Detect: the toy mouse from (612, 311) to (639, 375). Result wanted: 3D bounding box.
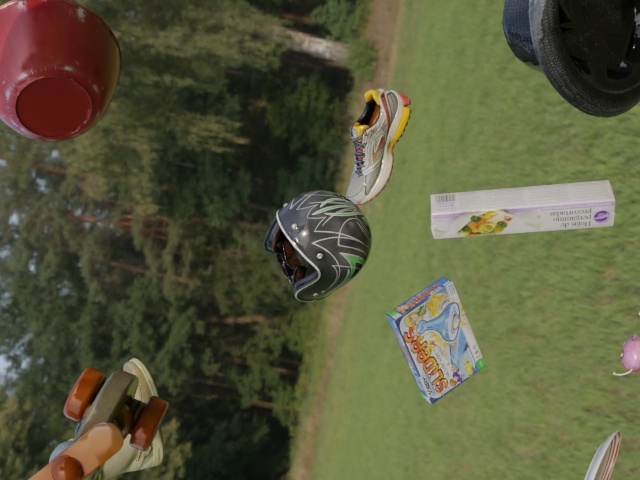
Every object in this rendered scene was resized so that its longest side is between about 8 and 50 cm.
[{"bbox_3d":[0.536,0.174,1.271,0.031,0.160,0.143,98,169,-62],"label":"toy mouse"}]

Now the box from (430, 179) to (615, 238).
[{"bbox_3d":[0.362,-0.055,1.452,0.067,0.323,0.063,-84,-15,-49],"label":"box"}]

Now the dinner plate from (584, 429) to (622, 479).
[{"bbox_3d":[0.387,0.327,1.114,0.141,0.017,0.141,-32,-49,-45],"label":"dinner plate"}]

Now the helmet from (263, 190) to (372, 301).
[{"bbox_3d":[0.000,0.000,1.261,0.169,0.169,0.162,-79,14,-48],"label":"helmet"}]

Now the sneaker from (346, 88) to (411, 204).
[{"bbox_3d":[0.086,-0.176,1.488,0.088,0.092,0.225,21,95,55],"label":"sneaker"}]

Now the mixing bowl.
[{"bbox_3d":[-0.323,-0.186,0.956,0.182,0.181,0.098,99,156,-44],"label":"mixing bowl"}]

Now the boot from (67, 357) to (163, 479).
[{"bbox_3d":[-0.376,0.333,1.447,0.077,0.165,0.213,10,108,51],"label":"boot"}]

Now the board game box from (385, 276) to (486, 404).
[{"bbox_3d":[0.217,0.187,1.485,0.035,0.136,0.201,29,148,62],"label":"board game box"}]

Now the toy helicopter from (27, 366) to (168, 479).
[{"bbox_3d":[-0.352,0.352,1.133,0.235,0.140,0.355,128,167,-78],"label":"toy helicopter"}]

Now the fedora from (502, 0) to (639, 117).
[{"bbox_3d":[0.408,-0.352,1.276,0.152,0.333,0.334,15,96,53],"label":"fedora"}]
